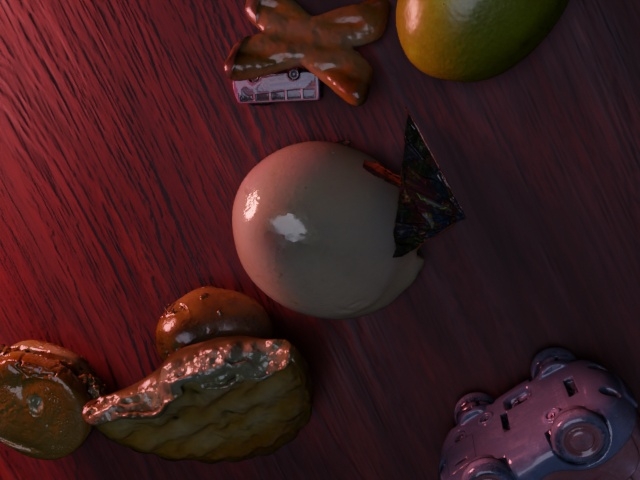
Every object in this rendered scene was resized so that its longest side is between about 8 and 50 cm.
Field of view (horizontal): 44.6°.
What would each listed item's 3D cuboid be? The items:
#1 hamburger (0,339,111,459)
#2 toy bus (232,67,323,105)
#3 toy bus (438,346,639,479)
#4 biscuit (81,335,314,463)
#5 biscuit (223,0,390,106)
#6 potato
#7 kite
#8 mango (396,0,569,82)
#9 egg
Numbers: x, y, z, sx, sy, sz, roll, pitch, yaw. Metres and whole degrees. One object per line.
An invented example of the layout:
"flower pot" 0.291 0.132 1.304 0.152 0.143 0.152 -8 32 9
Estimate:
"hamburger" -0.447 0.259 1.280 0.215 0.122 0.189 12 110 6
"toy bus" -0.061 -0.225 1.140 0.131 0.037 0.052 -1 106 12
"toy bus" 0.326 0.315 1.087 0.294 0.197 0.232 -36 102 15
"biscuit" -0.176 0.240 1.151 0.335 0.078 0.329 5 136 -16
"biscuit" -0.018 -0.279 1.092 0.208 0.047 0.164 13 79 10
"potato" -0.162 0.138 1.192 0.176 0.137 0.137 1 102 -8
"kite" 0.134 -0.074 1.094 0.189 0.232 0.009 23 152 -27
"mango" 0.222 -0.319 0.997 0.273 0.149 0.185 -37 98 14
"egg" -0.004 0.002 1.101 0.286 0.174 0.264 42 110 -2
